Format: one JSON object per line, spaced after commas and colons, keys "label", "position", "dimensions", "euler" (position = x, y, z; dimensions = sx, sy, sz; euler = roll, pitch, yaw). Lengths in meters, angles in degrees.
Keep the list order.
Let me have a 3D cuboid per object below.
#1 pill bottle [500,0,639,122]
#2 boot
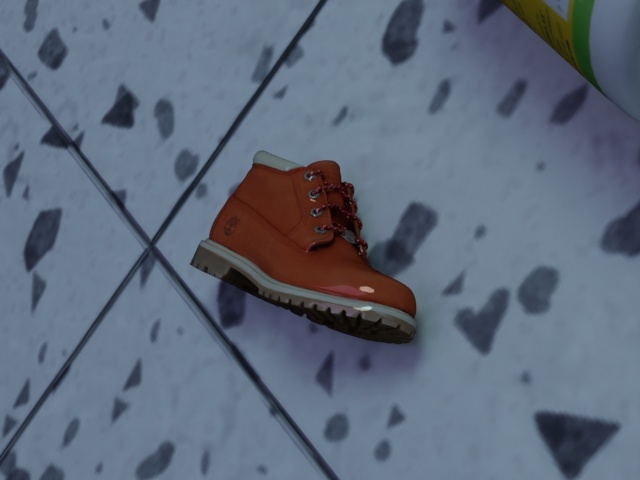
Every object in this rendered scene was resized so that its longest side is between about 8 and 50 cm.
{"label": "pill bottle", "position": [0.117, -0.170, 0.663], "dimensions": [0.136, 0.136, 0.246], "euler": [-50, 48, 15]}
{"label": "boot", "position": [0.000, 0.000, 0.758], "dimensions": [0.158, 0.059, 0.085], "euler": [24, 85, 45]}
